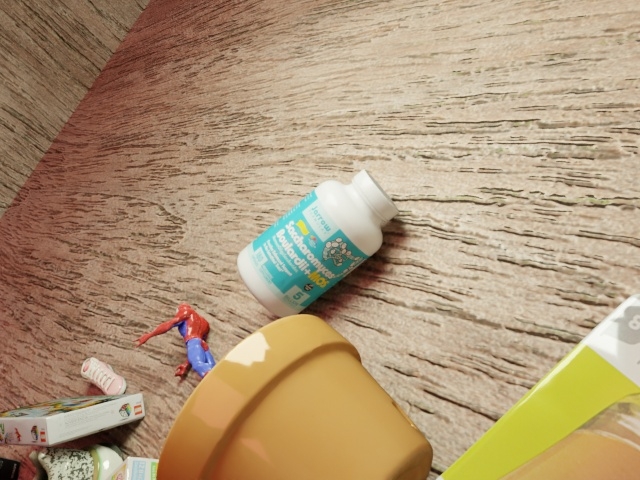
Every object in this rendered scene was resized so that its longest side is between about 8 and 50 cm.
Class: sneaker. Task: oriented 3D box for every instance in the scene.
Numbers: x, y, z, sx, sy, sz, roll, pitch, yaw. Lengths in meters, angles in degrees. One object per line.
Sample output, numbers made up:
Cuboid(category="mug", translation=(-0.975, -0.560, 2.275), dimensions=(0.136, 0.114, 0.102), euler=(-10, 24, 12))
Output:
Cuboid(category="sneaker", translation=(-0.503, 0.538, 0.901), dimensions=(0.158, 0.182, 0.409), euler=(-10, 55, 37))
Cuboid(category="sneaker", translation=(-0.476, 0.296, 1.149), dimensions=(0.134, 0.070, 0.051), euler=(22, 74, 47))

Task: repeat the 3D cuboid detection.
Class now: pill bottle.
Cuboid(category="pill bottle", translation=(0.000, 0.000, 0.886), dimensions=(0.264, 0.146, 0.146), euler=(-40, 41, 12))

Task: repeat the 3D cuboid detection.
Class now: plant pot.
Cuboid(category="plant pot", translation=(-0.009, 0.260, 0.617), dimensions=(0.204, 0.291, 0.290), euler=(30, 82, 33))

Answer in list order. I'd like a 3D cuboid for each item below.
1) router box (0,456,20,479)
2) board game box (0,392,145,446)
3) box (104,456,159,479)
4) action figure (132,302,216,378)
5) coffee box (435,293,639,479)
Cuboid(category="router box", translation=(-0.794, 0.659, 1.149), dimensions=(0.243, 0.081, 0.308), euler=(-29, 45, 22))
Cuboid(category="board game box", translation=(-0.525, 0.354, 1.057), dimensions=(0.306, 0.193, 0.053), euler=(-14, 81, 34))
Cuboid(category="box", translation=(-0.286, 0.425, 0.810), dimensions=(0.203, 0.103, 0.114), euler=(-46, 37, 34))
Cuboid(category="action figure", translation=(-0.253, 0.228, 0.981), dimensions=(0.139, 0.091, 0.280), euler=(-36, 42, 2))
Cuboid(category="coffee box", translation=(0.233, 0.307, 0.295), dimensions=(0.334, 0.338, 0.337), euler=(-46, 40, 5))
